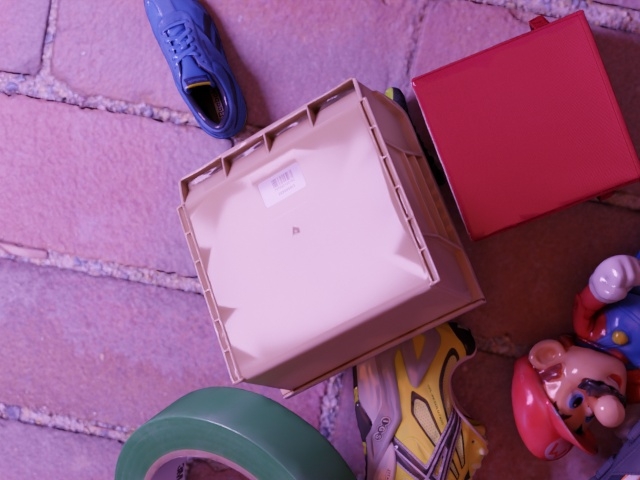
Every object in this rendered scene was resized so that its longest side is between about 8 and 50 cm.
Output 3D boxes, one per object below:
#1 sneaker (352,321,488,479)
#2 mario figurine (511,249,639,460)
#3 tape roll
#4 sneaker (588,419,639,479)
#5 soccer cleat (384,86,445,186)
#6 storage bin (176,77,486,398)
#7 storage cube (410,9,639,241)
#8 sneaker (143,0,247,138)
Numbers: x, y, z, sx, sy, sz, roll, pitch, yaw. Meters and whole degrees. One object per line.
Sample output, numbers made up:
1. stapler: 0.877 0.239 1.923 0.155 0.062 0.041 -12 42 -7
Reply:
1. sneaker: 0.124 0.275 1.310 0.147 0.145 0.385 -6 94 7
2. mario figurine: 0.351 0.127 1.266 0.198 0.170 0.320 42 94 7
3. tape roll: -0.088 0.324 1.285 0.321 0.077 0.321 14 118 29
4. sneaker: 0.384 0.253 1.234 0.126 0.321 0.127 17 54 -31
5. soccer cleat: 0.106 -0.092 1.337 0.072 0.060 0.179 -7 94 -11
6. storage bin: 0.000 0.000 1.251 0.262 0.123 0.260 -28 68 21
7. storage cube: 0.222 -0.124 1.256 0.193 0.183 0.215 -22 92 8
8. sneaker: -0.149 -0.217 1.336 0.069 0.082 0.209 -27 89 8
